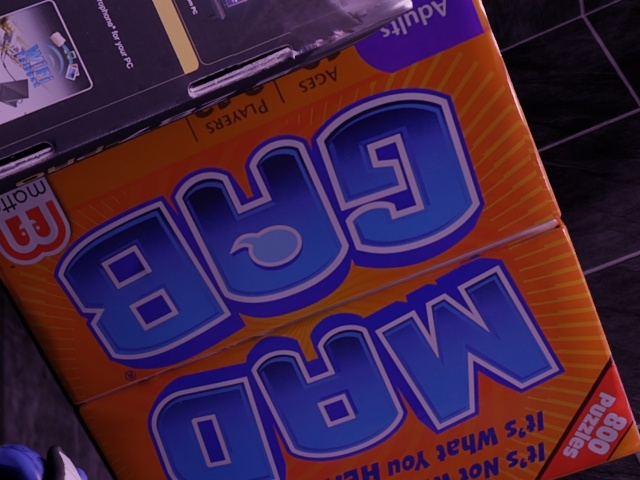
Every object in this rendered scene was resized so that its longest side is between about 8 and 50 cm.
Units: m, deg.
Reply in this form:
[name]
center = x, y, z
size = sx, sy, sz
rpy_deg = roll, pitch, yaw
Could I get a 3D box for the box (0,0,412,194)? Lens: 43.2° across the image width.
[box]
center = -0.177, -0.224, 0.361
size = 0.394, 0.318, 0.097
rpy_deg = 65, -15, -8

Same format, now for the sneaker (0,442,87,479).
[sneaker]
center = -0.109, 0.181, 0.387
size = 0.315, 0.128, 0.182
rpy_deg = 17, 53, -75

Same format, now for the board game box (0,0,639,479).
[board game box]
center = 0.000, 0.000, 0.700
size = 0.356, 0.357, 0.356
rpy_deg = -79, 146, -72
